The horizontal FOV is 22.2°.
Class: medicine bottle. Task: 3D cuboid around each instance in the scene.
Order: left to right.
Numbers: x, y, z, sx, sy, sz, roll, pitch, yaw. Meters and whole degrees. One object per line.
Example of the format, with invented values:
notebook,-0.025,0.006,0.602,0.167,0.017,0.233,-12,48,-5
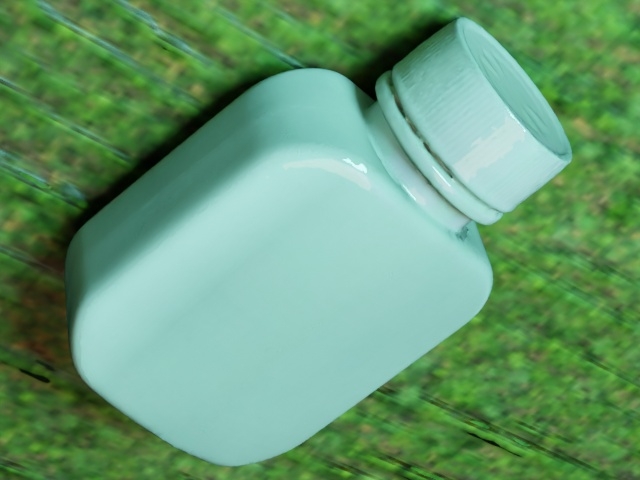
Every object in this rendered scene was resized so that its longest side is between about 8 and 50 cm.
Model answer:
medicine bottle,0.000,0.000,0.595,0.183,0.069,0.119,-37,127,21
